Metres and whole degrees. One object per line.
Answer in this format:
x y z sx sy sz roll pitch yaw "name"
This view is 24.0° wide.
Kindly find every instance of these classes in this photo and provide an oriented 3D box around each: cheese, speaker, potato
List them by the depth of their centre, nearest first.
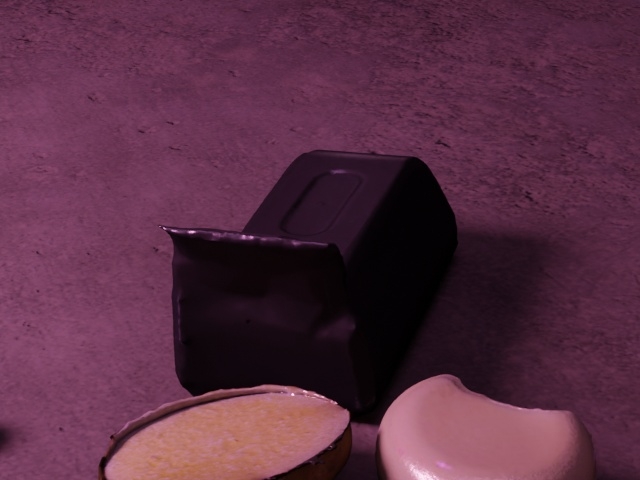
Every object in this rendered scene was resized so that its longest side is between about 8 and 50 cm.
0.108 0.184 1.056 0.163 0.070 0.249 5 28 13 "cheese"
-0.063 0.174 1.076 0.164 0.081 0.200 11 25 39 "potato"
0.000 0.000 1.306 0.180 0.184 0.388 6 26 14 "speaker"
